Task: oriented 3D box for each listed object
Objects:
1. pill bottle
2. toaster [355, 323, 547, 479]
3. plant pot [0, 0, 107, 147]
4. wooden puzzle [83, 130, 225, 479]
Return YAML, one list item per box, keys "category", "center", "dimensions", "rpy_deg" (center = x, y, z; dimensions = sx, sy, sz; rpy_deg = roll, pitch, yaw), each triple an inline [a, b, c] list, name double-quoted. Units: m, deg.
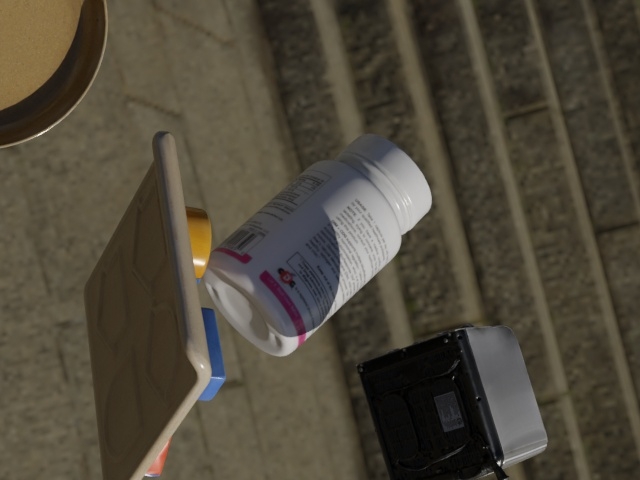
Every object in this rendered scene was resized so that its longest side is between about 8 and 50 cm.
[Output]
- category: "pill bottle"
  center: [0.000, 0.000, 1.950]
  dimensions: [0.160, 0.283, 0.160]
  rpy_deg: [39, -24, 21]
- category: "toaster"
  center: [0.148, 0.194, 1.720]
  dimensions: [0.110, 0.168, 0.186]
  rpy_deg: [-8, 77, -47]
- category: "plant pot"
  center: [-0.312, -0.199, 1.385]
  dimensions: [0.032, 0.236, 0.236]
  rpy_deg: [-173, -114, -74]
- category: "wooden puzzle"
  center: [-0.185, 0.102, 1.746]
  dimensions: [0.348, 0.080, 0.322]
  rpy_deg: [120, -32, -45]
